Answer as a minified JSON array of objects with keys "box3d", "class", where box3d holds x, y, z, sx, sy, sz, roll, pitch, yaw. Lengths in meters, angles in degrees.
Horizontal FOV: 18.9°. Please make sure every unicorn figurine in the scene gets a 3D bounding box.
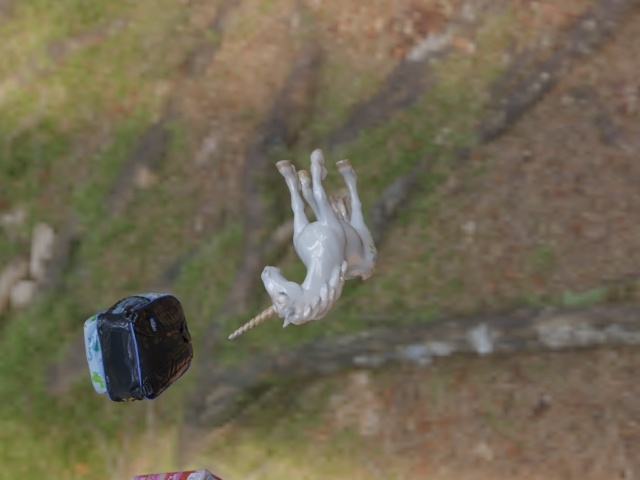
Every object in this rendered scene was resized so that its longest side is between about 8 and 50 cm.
[{"box3d":[0.000,0.000,1.261,0.060,0.162,0.111,-19,80,34],"class":"unicorn figurine"}]

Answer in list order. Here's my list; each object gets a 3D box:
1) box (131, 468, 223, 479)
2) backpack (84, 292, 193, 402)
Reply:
[{"box3d":[-0.157,0.380,2.009,0.128,0.122,0.257,-11,51,44],"class":"box"},{"box3d":[-0.190,0.107,2.000,0.084,0.114,0.105,-3,104,28],"class":"backpack"}]
